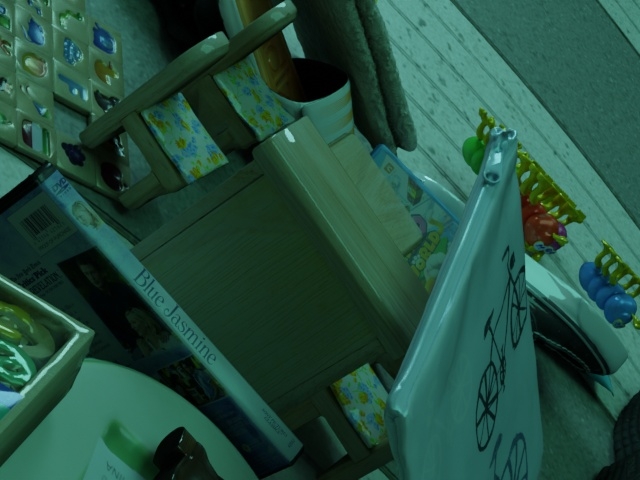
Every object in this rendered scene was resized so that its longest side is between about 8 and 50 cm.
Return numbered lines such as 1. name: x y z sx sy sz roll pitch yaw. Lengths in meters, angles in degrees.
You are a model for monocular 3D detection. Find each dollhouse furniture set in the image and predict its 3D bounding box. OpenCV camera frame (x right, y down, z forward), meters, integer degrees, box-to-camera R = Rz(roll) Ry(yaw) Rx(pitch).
1. dollhouse furniture set: 0.000 0.000 1.426 0.362 0.256 0.394 56 31 -2

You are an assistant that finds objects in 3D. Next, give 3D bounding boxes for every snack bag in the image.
1. snack bag: 0.099 0.142 1.271 0.323 0.037 0.342 -63 152 -48

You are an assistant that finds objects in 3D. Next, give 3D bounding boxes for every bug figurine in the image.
1. bug figurine: 0.237 -0.016 1.916 0.279 0.072 0.216 40 12 -46

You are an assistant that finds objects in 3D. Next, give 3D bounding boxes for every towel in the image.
1. towel: 0.014 -0.214 1.710 0.187 0.049 0.282 54 -10 38

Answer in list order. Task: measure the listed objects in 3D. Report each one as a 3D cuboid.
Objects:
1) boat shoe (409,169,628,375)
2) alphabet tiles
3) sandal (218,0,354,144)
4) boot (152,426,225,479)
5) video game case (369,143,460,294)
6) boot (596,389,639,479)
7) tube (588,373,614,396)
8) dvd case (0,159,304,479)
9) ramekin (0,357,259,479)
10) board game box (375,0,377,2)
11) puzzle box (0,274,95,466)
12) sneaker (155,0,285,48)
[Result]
1. boat shoe: 0.168 0.058 1.775 0.301 0.102 0.108 38 -9 -22
2. alphabet tiles: -0.238 -0.157 1.505 0.198 0.009 0.237 28 39 -37
3. sandal: -0.018 -0.142 1.656 0.102 0.076 0.265 -63 138 -53
4. boot: -0.061 0.180 1.094 0.114 0.037 0.106 50 32 -18
5. video game case: 0.075 0.010 1.686 0.166 0.119 0.015 44 -11 -13
6. boot: 0.400 0.273 1.893 0.223 0.118 0.338 53 41 -8
7. tube: 0.240 0.079 1.905 0.207 0.052 0.080 42 29 -27
8. dvd case: -0.146 0.078 1.231 0.253 0.180 0.022 49 49 -10
9. ramekin: -0.148 0.219 1.114 0.303 0.148 0.303 35 35 -30
10. board game box: -0.045 -0.324 1.918 0.259 0.039 0.124 14 50 -45
11. puzzle box: -0.353 0.023 0.967 0.409 0.052 0.272 30 31 4
12. sneaker: -0.140 -0.304 1.700 0.124 0.107 0.283 -15 73 -53
